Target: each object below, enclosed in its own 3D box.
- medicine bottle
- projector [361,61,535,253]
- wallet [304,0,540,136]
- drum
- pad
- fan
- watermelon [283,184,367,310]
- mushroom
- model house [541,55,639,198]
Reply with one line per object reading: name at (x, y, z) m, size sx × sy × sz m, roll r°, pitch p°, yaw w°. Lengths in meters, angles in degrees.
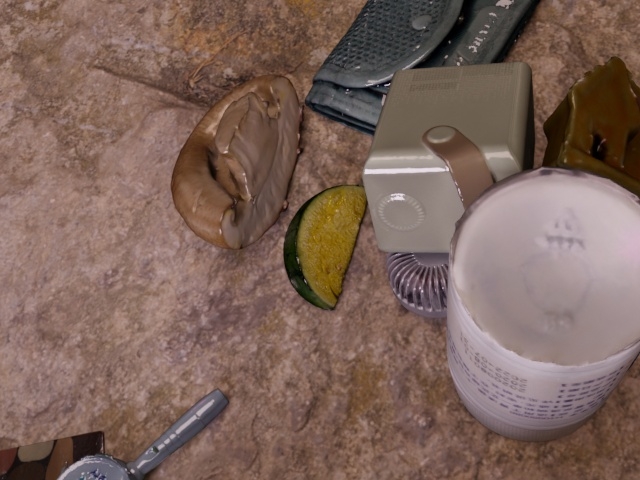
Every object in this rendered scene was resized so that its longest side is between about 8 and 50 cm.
medicine bottle at (0.225, 0.085, 0.843) m, size 0.190 × 0.332 × 0.189 m, roll -3°, pitch 65°, yaw 7°
projector at (0.157, -0.091, 0.970) m, size 0.178 × 0.163 × 0.242 m, roll -1°, pitch 43°, yaw 18°
wallet at (0.152, -0.298, 1.190) m, size 0.237 × 0.075 × 0.342 m, roll 26°, pitch 73°, yaw 26°
drum at (-0.210, 0.291, 1.004) m, size 0.253 × 0.049 × 0.130 m, roll -26°, pitch 63°, yaw -5°
pad at (-0.341, 0.364, 1.025) m, size 0.158 × 0.003 × 0.234 m, roll -12°, pitch 63°, yaw 8°
fan at (0.194, -0.001, 1.038) m, size 0.244 × 0.074 × 0.130 m, roll -34°, pitch 51°, yaw -10°
watermelon at (-0.008, 0.001, 1.104) m, size 0.092 × 0.075 × 0.181 m, roll 25°, pitch 68°, yaw -24°
mushroom at (-0.132, -0.106, 1.128) m, size 0.151 × 0.156 × 0.285 m, roll -1°, pitch 52°, yaw 26°
model house at (0.353, -0.100, 0.958) m, size 0.174 × 0.268 × 0.239 m, roll 3°, pitch 60°, yaw 26°
